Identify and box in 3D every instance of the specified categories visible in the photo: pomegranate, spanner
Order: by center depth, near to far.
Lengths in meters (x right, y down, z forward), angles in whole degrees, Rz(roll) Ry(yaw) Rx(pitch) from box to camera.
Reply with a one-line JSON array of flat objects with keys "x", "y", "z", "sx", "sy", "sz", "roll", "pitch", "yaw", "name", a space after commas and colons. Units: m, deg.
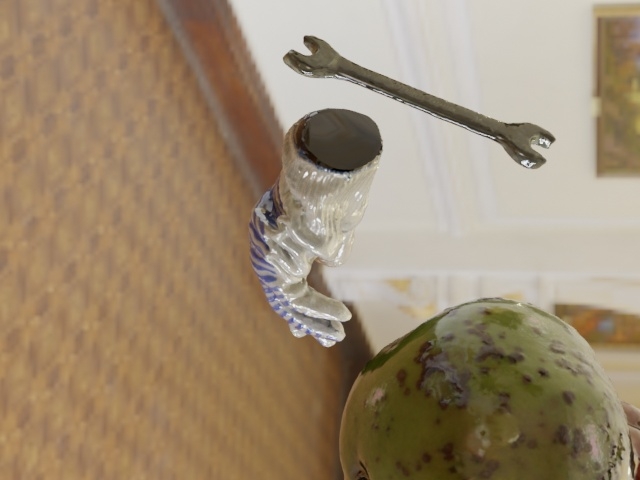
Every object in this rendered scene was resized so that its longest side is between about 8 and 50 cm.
[{"x": 0.134, "y": 0.144, "z": 0.908, "sx": 0.214, "sy": 0.248, "sz": 0.214, "roll": -179, "pitch": -90, "yaw": -68, "name": "pomegranate"}, {"x": 0.088, "y": -0.122, "z": 1.248, "sx": 0.015, "sy": 0.254, "sz": 0.054, "roll": 119, "pitch": -12, "yaw": -46, "name": "spanner"}]

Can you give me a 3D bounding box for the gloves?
[{"x": -0.004, "y": -0.005, "z": 1.097, "sx": 0.119, "sy": 0.097, "sz": 0.229, "roll": -43, "pitch": 150, "yaw": -40, "name": "gloves"}]
